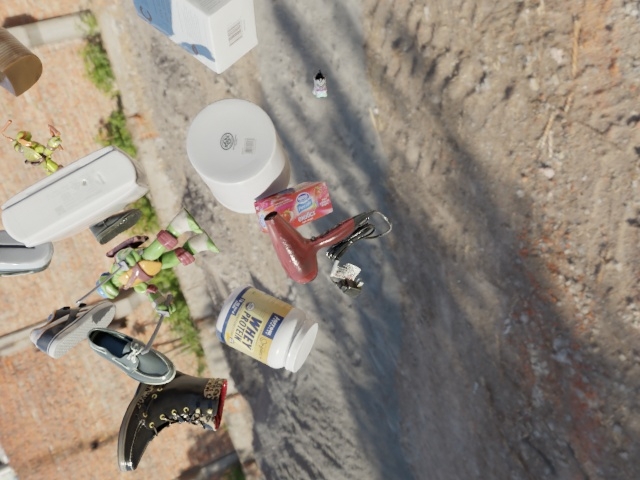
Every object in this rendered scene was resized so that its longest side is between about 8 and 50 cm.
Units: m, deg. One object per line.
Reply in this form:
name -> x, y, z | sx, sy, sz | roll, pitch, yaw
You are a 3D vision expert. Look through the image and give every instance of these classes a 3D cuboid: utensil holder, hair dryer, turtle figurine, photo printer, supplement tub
utensil holder -> -0.288, -0.297, 2.158 | 0.385, 0.327, 0.328 | 70, 175, -80
hair dryer -> 0.000, 0.000, 1.385 | 0.224, 0.293, 0.080 | -68, 24, 14
turtle figurine -> -0.783, -0.237, 1.705 | 0.269, 0.087, 0.217 | 3, 144, 30
photo printer -> -0.483, -0.089, 1.235 | 0.107, 0.256, 0.307 | 60, 172, -8
supplement tub -> -0.189, 0.317, 2.158 | 0.316, 0.228, 0.228 | 23, 144, 15
turtle figurine -> -0.343, 0.077, 1.278 | 0.198, 0.266, 0.274 | 54, 175, -21

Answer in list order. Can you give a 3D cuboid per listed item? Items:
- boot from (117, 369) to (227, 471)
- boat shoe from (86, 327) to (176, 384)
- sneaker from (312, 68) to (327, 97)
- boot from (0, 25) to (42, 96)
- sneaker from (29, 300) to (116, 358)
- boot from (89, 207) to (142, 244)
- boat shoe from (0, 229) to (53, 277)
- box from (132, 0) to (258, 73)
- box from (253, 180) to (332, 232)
boot -> -0.476, 0.579, 1.961 | 0.377, 0.284, 0.138 | -79, -6, -50
boat shoe -> -0.625, 0.374, 1.964 | 0.319, 0.116, 0.099 | 24, 158, 12
sneaker -> -0.002, -0.420, 1.592 | 0.098, 0.038, 0.069 | -118, 21, -67
boot -> -0.609, -0.261, 0.925 | 0.220, 0.283, 0.109 | 32, 152, 16
sneaker -> -0.836, 0.275, 2.041 | 0.127, 0.321, 0.126 | 25, 112, 12
boot -> -0.725, -0.107, 1.990 | 0.208, 0.189, 0.076 | 44, 151, 18
boat shoe -> -0.742, 0.034, 1.265 | 0.119, 0.335, 0.121 | 123, 150, -56
box -> -0.358, -0.664, 1.666 | 0.345, 0.168, 0.215 | 38, 158, 16
box -> -0.097, -0.122, 2.176 | 0.128, 0.256, 0.123 | 5, 114, 50
